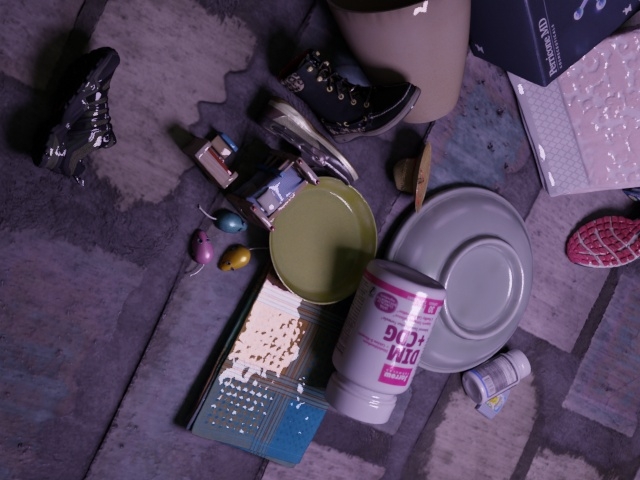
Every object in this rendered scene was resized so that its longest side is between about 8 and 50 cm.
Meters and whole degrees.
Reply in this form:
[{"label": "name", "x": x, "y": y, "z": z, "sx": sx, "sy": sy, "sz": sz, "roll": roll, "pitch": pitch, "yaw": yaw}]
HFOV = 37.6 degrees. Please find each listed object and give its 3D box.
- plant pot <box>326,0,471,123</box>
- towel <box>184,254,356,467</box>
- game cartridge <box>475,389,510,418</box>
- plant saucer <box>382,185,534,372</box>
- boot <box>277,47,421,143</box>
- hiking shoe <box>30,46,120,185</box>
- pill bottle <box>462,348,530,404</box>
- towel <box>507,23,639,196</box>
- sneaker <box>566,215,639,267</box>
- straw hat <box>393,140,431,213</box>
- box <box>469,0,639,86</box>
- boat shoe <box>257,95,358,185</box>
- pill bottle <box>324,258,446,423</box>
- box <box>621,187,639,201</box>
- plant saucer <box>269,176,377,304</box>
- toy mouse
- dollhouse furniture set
[{"label": "plant pot", "x": 0.167, "y": -0.359, "z": 1.704, "sx": 0.256, "sy": 0.256, "sz": 0.274, "roll": -34, "pitch": 130, "yaw": -17}, {"label": "towel", "x": -0.071, "y": 0.238, "z": 1.819, "sx": 0.271, "sy": 0.040, "sz": 0.370, "roll": 28, "pitch": 86, "yaw": -30}, {"label": "game cartridge", "x": 0.386, "y": 0.354, "z": 2.093, "sx": 0.056, "sy": 0.017, "sz": 0.083, "roll": 39, "pitch": 83, "yaw": -32}, {"label": "plant saucer", "x": 0.308, "y": 0.091, "z": 1.936, "sx": 0.401, "sy": 0.100, "sz": 0.400, "roll": -6, "pitch": 103, "yaw": -28}, {"label": "boot", "x": 0.045, "y": -0.266, "z": 1.658, "sx": 0.179, "sy": 0.236, "sz": 0.085, "roll": 41, "pitch": 60, "yaw": -24}, {"label": "hiking shoe", "x": -0.379, "y": -0.206, "z": 1.541, "sx": 0.114, "sy": 0.086, "sz": 0.226, "roll": 29, "pitch": 93, "yaw": -43}, {"label": "pill bottle", "x": 0.383, "y": 0.293, "z": 2.041, "sx": 0.137, "sy": 0.078, "sz": 0.078, "roll": -24, "pitch": 111, "yaw": -21}, {"label": "towel", "x": 0.565, "y": -0.251, "z": 1.895, "sx": 0.053, "sy": 0.317, "sz": 0.331, "roll": -52, "pitch": 125, "yaw": -49}, {"label": "sneaker", "x": 0.694, "y": 0.009, "z": 2.124, "sx": 0.299, "sy": 0.112, "sz": 0.120, "roll": -12, "pitch": 65, "yaw": -14}, {"label": "straw hat", "x": 0.173, "y": -0.128, "z": 1.842, "sx": 0.061, "sy": 0.144, "sz": 0.144, "roll": 9, "pitch": 100, "yaw": 14}, {"label": "box", "x": 0.460, "y": -0.540, "z": 1.763, "sx": 0.395, "sy": 0.212, "sz": 0.293, "roll": -39, "pitch": 135, "yaw": -11}, {"label": "boat shoe", "x": -0.026, "y": -0.170, "z": 1.728, "sx": 0.223, "sy": 0.080, "sz": 0.073, "roll": 42, "pitch": 87, "yaw": -23}, {"label": "pill bottle", "x": 0.118, "y": 0.193, "z": 1.788, "sx": 0.160, "sy": 0.160, "sz": 0.283, "roll": 15, "pitch": 101, "yaw": -29}, {"label": "box", "x": 0.801, "y": -0.184, "z": 2.100, "sx": 0.044, "sy": 0.159, "sz": 0.233, "roll": 36, "pitch": 84, "yaw": -27}, {"label": "plant saucer", "x": 0.000, "y": 0.000, "z": 1.780, "sx": 0.241, "sy": 0.037, "sz": 0.240, "roll": 0, "pitch": 90, "yaw": -32}, {"label": "toy mouse", "x": -0.182, "y": -0.003, "z": 1.707, "sx": 0.161, "sy": 0.031, "sz": 0.143, "roll": -32, "pitch": 114, "yaw": -18}, {"label": "dollhouse furniture set", "x": -0.121, "y": -0.130, "z": 1.653, "sx": 0.129, "sy": 0.129, "sz": 0.183, "roll": -47, "pitch": 118, "yaw": -11}]
